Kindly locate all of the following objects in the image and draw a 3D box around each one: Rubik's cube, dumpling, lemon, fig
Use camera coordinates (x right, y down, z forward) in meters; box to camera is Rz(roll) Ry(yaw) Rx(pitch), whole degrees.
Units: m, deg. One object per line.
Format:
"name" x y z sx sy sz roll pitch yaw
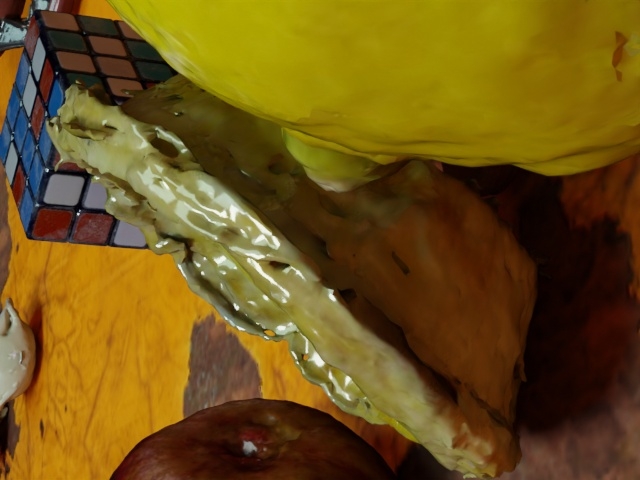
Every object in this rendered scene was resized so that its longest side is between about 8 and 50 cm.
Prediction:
"Rubik's cube" -0.112 -0.058 0.943 0.092 0.092 0.092 61 138 49
"dumpling" -0.214 0.080 1.198 0.059 0.043 0.077 134 121 -77
"lemon" 0.047 -0.157 0.441 0.284 0.260 0.260 -52 29 1
"fig" -0.030 0.129 0.706 0.150 0.128 0.128 119 146 -51

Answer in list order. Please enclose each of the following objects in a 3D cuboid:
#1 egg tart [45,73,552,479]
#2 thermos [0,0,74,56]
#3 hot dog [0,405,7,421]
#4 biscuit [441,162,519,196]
"egg tart" 0.000 -0.002 0.607 0.090 0.212 0.212 -54 27 -3
"thermos" -0.222 -0.221 1.178 0.109 0.136 0.330 -119 46 -69
"hot dog" -0.242 0.113 1.261 0.049 0.037 0.122 123 150 -64
"biscuit" 0.065 -0.085 0.641 0.205 0.031 0.138 -140 54 -62
